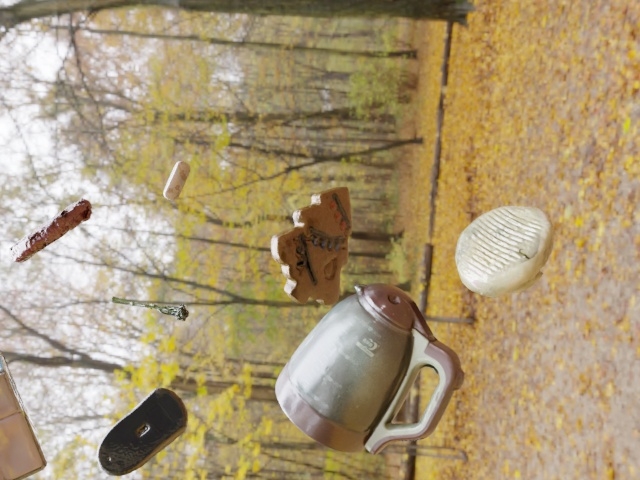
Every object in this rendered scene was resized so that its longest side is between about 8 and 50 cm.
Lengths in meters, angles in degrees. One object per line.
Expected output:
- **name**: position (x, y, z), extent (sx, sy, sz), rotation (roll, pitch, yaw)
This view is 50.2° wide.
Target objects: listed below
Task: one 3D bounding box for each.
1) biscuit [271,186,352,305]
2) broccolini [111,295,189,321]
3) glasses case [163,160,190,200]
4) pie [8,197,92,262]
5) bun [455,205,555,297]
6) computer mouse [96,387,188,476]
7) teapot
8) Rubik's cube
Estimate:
- **biscuit**: position (0.001, 0.000, 1.555), extent (0.278, 0.043, 0.301), rotation (42, -116, -47)
- **broccolini**: position (-0.438, 0.170, 1.748), extent (0.042, 0.218, 0.044), rotation (-68, -16, -50)
- **glasses case**: position (-0.292, -0.121, 1.392), extent (0.021, 0.032, 0.083), rotation (18, 83, 54)
- **pie**: position (-0.429, -0.016, 1.092), extent (0.036, 0.154, 0.154), rotation (56, -165, -14)
- **bun**: position (0.391, 0.029, 1.444), extent (0.237, 0.210, 0.116), rotation (-44, -56, -19)
- **computer mouse**: position (-0.466, 0.507, 1.809), extent (0.270, 0.137, 0.086), rotation (-41, -8, -5)
- **teapot**: position (0.110, 0.254, 1.344), extent (0.233, 0.315, 0.312), rotation (-2, -51, -60)
- **Rubik's cube**: position (-0.699, 0.369, 1.344), extent (0.231, 0.225, 0.221), rotation (10, 119, 62)
